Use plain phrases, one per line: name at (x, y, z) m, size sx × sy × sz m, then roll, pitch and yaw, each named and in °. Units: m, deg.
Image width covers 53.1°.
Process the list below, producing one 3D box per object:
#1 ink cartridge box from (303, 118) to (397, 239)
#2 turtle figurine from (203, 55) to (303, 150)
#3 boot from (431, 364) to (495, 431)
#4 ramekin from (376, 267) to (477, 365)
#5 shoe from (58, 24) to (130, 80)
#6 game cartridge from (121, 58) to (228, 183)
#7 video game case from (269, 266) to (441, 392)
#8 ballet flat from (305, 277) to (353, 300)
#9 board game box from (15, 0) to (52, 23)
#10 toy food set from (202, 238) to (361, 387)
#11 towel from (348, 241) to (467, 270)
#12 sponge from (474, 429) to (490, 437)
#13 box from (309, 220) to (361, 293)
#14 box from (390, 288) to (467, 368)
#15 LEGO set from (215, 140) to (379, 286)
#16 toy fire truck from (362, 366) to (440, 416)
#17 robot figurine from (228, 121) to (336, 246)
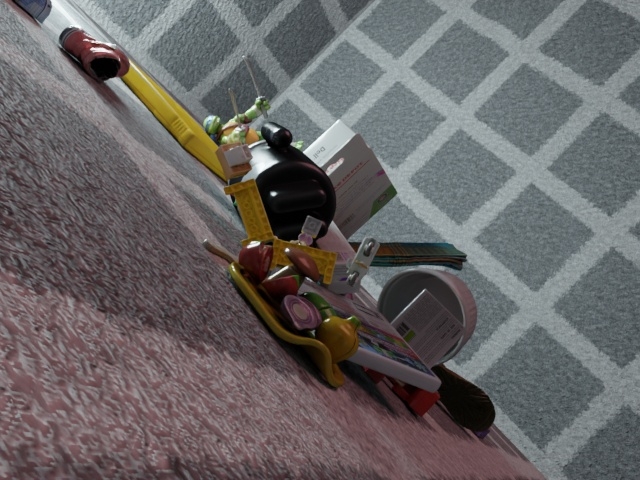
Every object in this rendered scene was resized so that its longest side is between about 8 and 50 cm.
ink cartridge box at (0.039, -0.148, 1.557) m, size 0.119 × 0.207 × 0.353 m, roll 48°, pitch 2°, yaw 27°
turtle figurine at (-0.165, -0.305, 1.730) m, size 0.266 × 0.274 × 0.198 m, roll 29°, pitch 13°, yaw -15°
boot at (0.279, 0.314, 1.515) m, size 0.236 × 0.089 × 0.269 m, roll 43°, pitch 1°, yaw -9°
ramekin at (0.234, 0.156, 1.369) m, size 0.207 × 0.207 × 0.109 m, roll 46°, pitch 27°, yaw 22°
shoe at (-0.378, -0.310, 1.130) m, size 0.081 × 0.063 × 0.178 m, roll 47°, pitch 7°, yaw 13°
game cartridge at (-0.336, -0.275, 1.581) m, size 0.323 × 0.053 × 0.285 m, roll 49°, pitch 3°, yaw 27°
video game case at (0.042, 0.116, 0.847) m, size 0.201 × 0.023 × 0.183 m, roll 27°, pitch 11°, yaw -30°
ballet flat at (0.013, 0.078, 1.265) m, size 0.079 × 0.077 × 0.221 m, roll 65°, pitch -4°, yaw -29°
board game box at (-0.530, -0.463, 1.092) m, size 0.194 × 0.060 × 0.194 m, roll 46°, pitch 3°, yaw 27°
toy food set at (-0.027, 0.053, 0.681) m, size 0.218 × 0.071 × 0.128 m, roll 46°, pitch 2°, yaw 33°
towel at (0.145, 0.034, 1.534) m, size 0.271 × 0.370 × 0.040 m, roll -53°, pitch 143°, yaw -83°
sponge at (0.350, 0.420, 1.663) m, size 0.210 × 0.031 × 0.117 m, roll 45°, pitch 1°, yaw 27°
box at (0.000, 0.000, 1.250) m, size 0.067 × 0.063 × 0.324 m, roll -1°, pitch 25°, yaw -18°
box at (0.178, 0.181, 1.200) m, size 0.103 × 0.114 × 0.203 m, roll 45°, pitch -13°, yaw 10°
LEGO set at (-0.059, -0.017, 0.963) m, size 0.287 × 0.132 × 0.107 m, roll 36°, pitch -9°, yaw 2°
toy fire truck at (0.118, 0.204, 0.992) m, size 0.135 × 0.047 × 0.192 m, roll 44°, pitch 1°, yaw -4°
robot figurine at (-0.071, -0.086, 1.175) m, size 0.173 × 0.209 × 0.278 m, roll 30°, pitch 9°, yaw -27°
